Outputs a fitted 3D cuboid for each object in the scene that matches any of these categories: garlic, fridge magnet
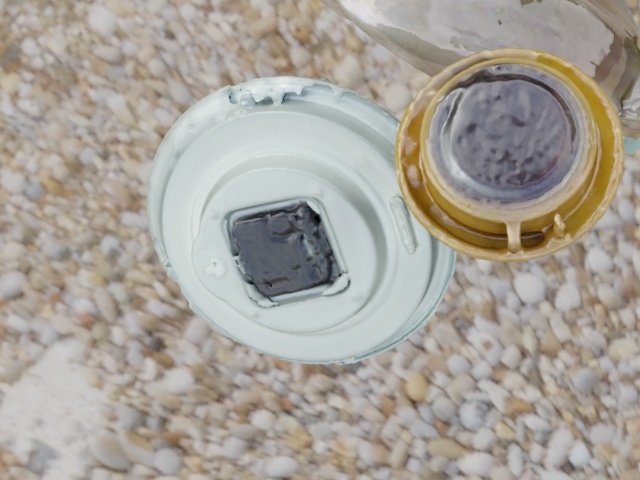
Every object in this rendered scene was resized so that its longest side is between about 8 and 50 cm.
[{"bbox_3d":[0.151,-0.198,1.241,0.325,0.279,0.132,26,109,1],"label":"garlic"},{"bbox_3d":[0.117,-0.056,0.942,0.143,0.063,0.143,-2,73,8],"label":"fridge magnet"}]

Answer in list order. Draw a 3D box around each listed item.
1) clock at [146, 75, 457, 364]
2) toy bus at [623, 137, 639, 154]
[{"bbox_3d":[-0.019,-0.002,1.091,0.236,0.053,0.236,6,119,11],"label":"clock"},{"bbox_3d":[0.292,-0.110,1.378,0.031,0.083,0.037,16,61,-13],"label":"toy bus"}]
